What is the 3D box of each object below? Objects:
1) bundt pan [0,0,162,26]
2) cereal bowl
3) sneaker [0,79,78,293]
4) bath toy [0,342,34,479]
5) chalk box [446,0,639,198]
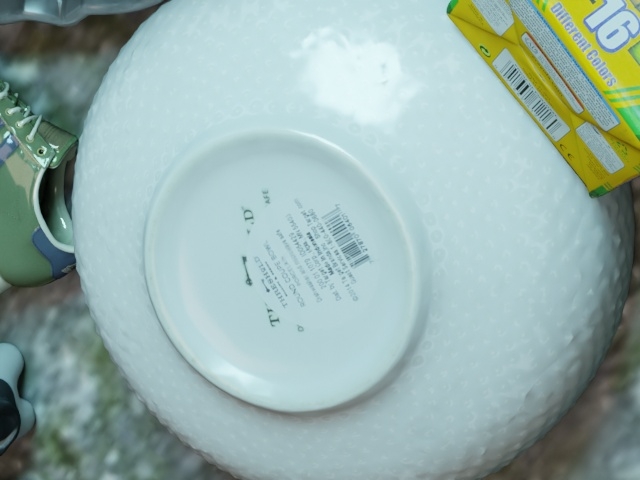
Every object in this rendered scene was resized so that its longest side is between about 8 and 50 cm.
[{"bbox_3d":[-0.205,-0.239,0.956,0.331,0.331,0.124,0,69,21],"label":"bundt pan"},{"bbox_3d":[0.000,0.000,1.031,0.339,0.141,0.339,6,105,21],"label":"cereal bowl"},{"bbox_3d":[-0.191,-0.064,1.134,0.086,0.064,0.192,-11,100,16],"label":"sneaker"},{"bbox_3d":[-0.255,0.188,1.185,0.151,0.129,0.348,-9,101,23],"label":"bath toy"},{"bbox_3d":[0.192,-0.140,0.900,0.213,0.132,0.132,-38,88,-9],"label":"chalk box"}]
